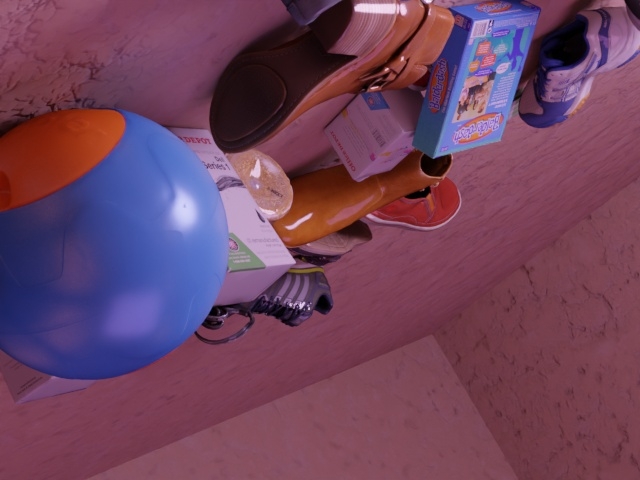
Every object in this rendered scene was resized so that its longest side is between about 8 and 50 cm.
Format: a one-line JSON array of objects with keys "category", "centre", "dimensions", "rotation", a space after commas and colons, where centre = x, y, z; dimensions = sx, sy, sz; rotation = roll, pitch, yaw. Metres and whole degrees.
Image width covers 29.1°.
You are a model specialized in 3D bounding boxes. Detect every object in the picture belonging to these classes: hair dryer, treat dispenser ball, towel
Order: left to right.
[{"category": "treat dispenser ball", "centre": [-0.240, 0.003, 1.297], "dimensions": [0.288, 0.288, 0.288], "rotation": [-28, 166, -8]}, {"category": "hair dryer", "centre": [-0.218, 0.068, 1.584], "dimensions": [0.223, 0.293, 0.080], "rotation": [13, 108, -19]}, {"category": "towel", "centre": [0.302, -0.218, 2.211], "dimensions": [0.152, 0.023, 0.113], "rotation": [-31, 169, -5]}]

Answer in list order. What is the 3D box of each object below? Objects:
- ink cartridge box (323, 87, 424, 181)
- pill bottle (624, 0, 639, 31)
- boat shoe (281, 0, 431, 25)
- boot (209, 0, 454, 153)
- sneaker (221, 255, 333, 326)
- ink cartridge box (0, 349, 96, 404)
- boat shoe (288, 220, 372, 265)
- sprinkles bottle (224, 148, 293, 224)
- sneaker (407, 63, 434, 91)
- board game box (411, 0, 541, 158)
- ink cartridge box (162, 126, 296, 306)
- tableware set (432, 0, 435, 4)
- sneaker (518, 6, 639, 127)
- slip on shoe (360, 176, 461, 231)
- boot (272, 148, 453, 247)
[{"category": "ink cartridge box", "centre": [0.084, -0.160, 1.803], "dimensions": [0.090, 0.092, 0.143], "rotation": [-16, 162, -45]}, {"category": "pill bottle", "centre": [0.505, -0.384, 1.727], "dimensions": [0.161, 0.161, 0.283], "rotation": [-31, 166, 4]}, {"category": "boat shoe", "centre": [0.070, -0.283, 1.297], "dimensions": [0.319, 0.099, 0.116], "rotation": [-16, 170, -43]}, {"category": "boot", "centre": [0.014, -0.202, 1.477], "dimensions": [0.220, 0.109, 0.283], "rotation": [-6, 145, -52]}, {"category": "sneaker", "centre": [-0.077, 0.108, 2.361], "dimensions": [0.300, 0.121, 0.111], "rotation": [-15, 160, -46]}, {"category": "ink cartridge box", "centre": [-0.363, 0.103, 1.604], "dimensions": [0.082, 0.191, 0.139], "rotation": [-36, 165, 27]}, {"category": "boat shoe", "centre": [0.000, 0.000, 2.189], "dimensions": [0.092, 0.103, 0.285], "rotation": [-41, 169, 22]}, {"category": "sprinkles bottle", "centre": [-0.182, 0.009, 1.789], "dimensions": [0.121, 0.121, 0.355], "rotation": [-16, 160, -46]}, {"category": "sneaker", "centre": [0.171, -0.253, 1.756], "dimensions": [0.118, 0.042, 0.067], "rotation": [-28, 172, -41]}, {"category": "board game box", "centre": [0.219, -0.229, 1.732], "dimensions": [0.160, 0.047, 0.210], "rotation": [-17, 130, -43]}, {"category": "ink cartridge box", "centre": [-0.154, -0.031, 1.507], "dimensions": [0.092, 0.219, 0.160], "rotation": [-40, 164, 24]}, {"category": "tableware set", "centre": [0.144, -0.323, 1.502], "dimensions": [0.154, 0.024, 0.104], "rotation": [-24, 162, -20]}, {"category": "sneaker", "centre": [0.391, -0.289, 2.015], "dimensions": [0.131, 0.112, 0.296], "rotation": [-1, 151, -29]}, {"category": "slip on shoe", "centre": [0.168, -0.087, 2.205], "dimensions": [0.101, 0.123, 0.331], "rotation": [-42, 158, 28]}, {"category": "boot", "centre": [0.066, -0.084, 1.914], "dimensions": [0.211, 0.104, 0.295], "rotation": [-16, -171, 38]}]
